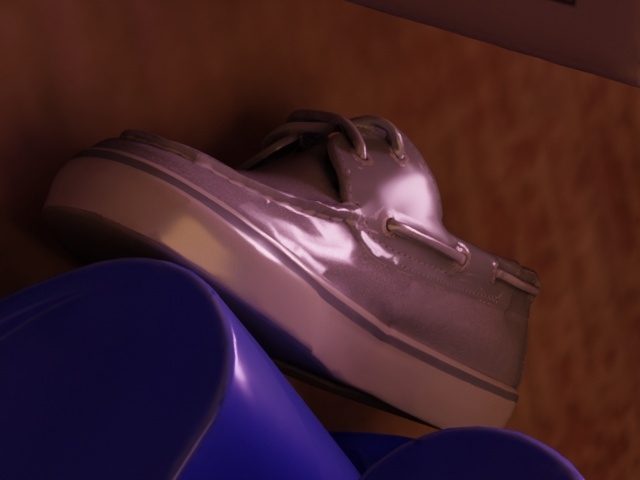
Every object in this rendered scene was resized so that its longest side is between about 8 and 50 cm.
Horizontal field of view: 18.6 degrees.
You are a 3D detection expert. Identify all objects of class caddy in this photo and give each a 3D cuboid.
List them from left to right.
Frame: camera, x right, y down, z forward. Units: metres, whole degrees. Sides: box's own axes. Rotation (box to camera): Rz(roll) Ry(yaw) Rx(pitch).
[{"bbox_3d":[-0.050,0.174,0.490,0.341,0.241,0.179,-51,145,-21],"label":"caddy"}]

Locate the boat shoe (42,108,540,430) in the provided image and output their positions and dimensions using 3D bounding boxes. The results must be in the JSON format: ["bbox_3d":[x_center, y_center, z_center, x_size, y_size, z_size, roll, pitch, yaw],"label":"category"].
[{"bbox_3d":[0.001,0.000,0.611,0.227,0.079,0.081,31,77,-53],"label":"boat shoe"}]

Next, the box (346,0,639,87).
[{"bbox_3d":[0.035,-0.140,0.461,0.127,0.232,0.148,-15,117,-40],"label":"box"}]
